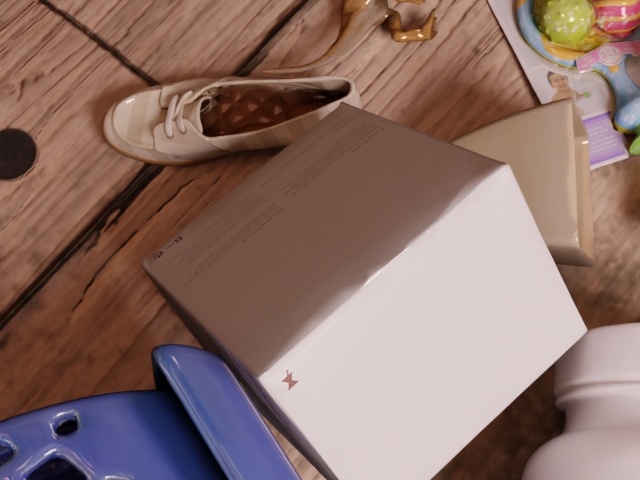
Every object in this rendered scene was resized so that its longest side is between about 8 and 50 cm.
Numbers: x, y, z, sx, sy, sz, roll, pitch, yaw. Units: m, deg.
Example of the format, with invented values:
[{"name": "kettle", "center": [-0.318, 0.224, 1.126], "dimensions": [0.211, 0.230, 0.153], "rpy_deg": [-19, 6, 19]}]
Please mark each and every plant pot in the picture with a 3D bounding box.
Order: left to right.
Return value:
[{"name": "plant pot", "center": [-0.109, 0.209, 0.628], "dimensions": [0.212, 0.236, 0.236], "rpy_deg": [-31, 74, -16]}, {"name": "plant pot", "center": [0.153, -0.038, 0.772], "dimensions": [0.096, 0.109, 0.109], "rpy_deg": [-3, 79, 21]}]

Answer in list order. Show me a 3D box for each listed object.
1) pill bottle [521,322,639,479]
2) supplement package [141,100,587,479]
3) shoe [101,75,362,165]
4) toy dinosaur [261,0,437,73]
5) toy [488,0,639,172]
[{"name": "pill bottle", "center": [0.219, 0.230, 0.633], "dimensions": [0.187, 0.188, 0.334], "rpy_deg": [4, 70, 2]}, {"name": "supplement package", "center": [0.024, 0.037, 0.678], "dimensions": [0.194, 0.149, 0.203], "rpy_deg": [-40, 32, -11]}, {"name": "shoe", "center": [-0.073, -0.107, 0.827], "dimensions": [0.218, 0.058, 0.077], "rpy_deg": [-3, 70, 0]}, {"name": "toy dinosaur", "center": [0.041, -0.197, 0.866], "dimensions": [0.112, 0.064, 0.212], "rpy_deg": [10, 59, 17]}, {"name": "toy", "center": [0.233, -0.184, 0.852], "dimensions": [0.136, 0.056, 0.237], "rpy_deg": [-18, 71, -7]}]
